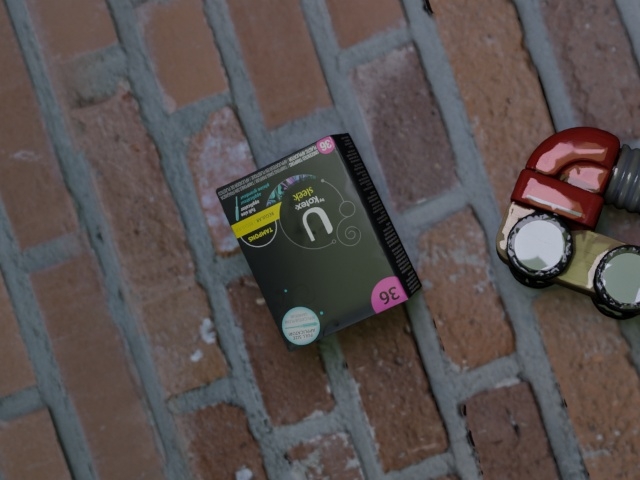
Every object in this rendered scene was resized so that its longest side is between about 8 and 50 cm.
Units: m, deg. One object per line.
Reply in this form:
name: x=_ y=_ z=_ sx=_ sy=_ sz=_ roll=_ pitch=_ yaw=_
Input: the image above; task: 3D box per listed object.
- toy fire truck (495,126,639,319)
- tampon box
toy fire truck: x=0.287 y=-0.056 z=1.497 sx=0.217 sy=0.158 sz=0.246 roll=21 pitch=86 yaw=9
tampon box: x=0.000 y=0.000 z=1.565 sx=0.120 sy=0.101 sz=0.161 roll=-26 pitch=90 yaw=12
